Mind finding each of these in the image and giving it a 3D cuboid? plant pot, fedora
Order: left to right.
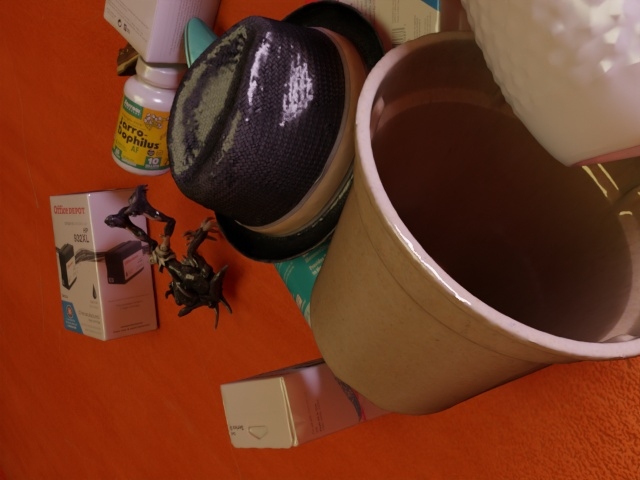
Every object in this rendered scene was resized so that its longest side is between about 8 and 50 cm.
[{"bbox_3d":[-0.075,-0.141,0.853,0.334,0.153,0.333,-10,76,44],"label":"fedora"},{"bbox_3d":[0.139,0.021,0.719,0.333,0.334,0.305,62,149,21],"label":"plant pot"}]

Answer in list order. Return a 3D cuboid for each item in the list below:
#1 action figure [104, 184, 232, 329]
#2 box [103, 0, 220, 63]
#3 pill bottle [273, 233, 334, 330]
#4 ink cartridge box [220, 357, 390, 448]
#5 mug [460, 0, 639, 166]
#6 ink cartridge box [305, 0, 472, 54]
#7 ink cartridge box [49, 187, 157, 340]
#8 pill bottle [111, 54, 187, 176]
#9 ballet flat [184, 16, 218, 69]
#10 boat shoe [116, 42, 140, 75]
[{"bbox_3d":[-0.244,0.024,1.285,0.275,0.141,0.164,46,126,-1],"label":"action figure"},{"bbox_3d":[-0.271,-0.424,1.232,0.181,0.119,0.181,46,130,34],"label":"box"},{"bbox_3d":[0.000,0.000,0.975,0.264,0.146,0.146,57,135,25],"label":"pill bottle"},{"bbox_3d":[-0.004,0.210,0.969,0.154,0.213,0.093,-21,81,50],"label":"ink cartridge box"},{"bbox_3d":[0.283,-0.242,0.528,0.375,0.276,0.327,-11,89,18],"label":"mug"},{"bbox_3d":[0.081,-0.269,0.879,0.231,0.078,0.134,11,105,48],"label":"ink cartridge box"},{"bbox_3d":[-0.474,0.045,1.560,0.223,0.129,0.307,2,99,50],"label":"ink cartridge box"},{"bbox_3d":[-0.309,-0.233,1.317,0.117,0.118,0.208,47,129,34],"label":"pill bottle"},{"bbox_3d":[-0.164,-0.248,1.188,0.087,0.083,0.247,-3,96,26],"label":"ballet flat"},{"bbox_3d":[-0.349,-0.364,1.380,0.178,0.064,0.060,-5,95,53],"label":"boat shoe"}]
